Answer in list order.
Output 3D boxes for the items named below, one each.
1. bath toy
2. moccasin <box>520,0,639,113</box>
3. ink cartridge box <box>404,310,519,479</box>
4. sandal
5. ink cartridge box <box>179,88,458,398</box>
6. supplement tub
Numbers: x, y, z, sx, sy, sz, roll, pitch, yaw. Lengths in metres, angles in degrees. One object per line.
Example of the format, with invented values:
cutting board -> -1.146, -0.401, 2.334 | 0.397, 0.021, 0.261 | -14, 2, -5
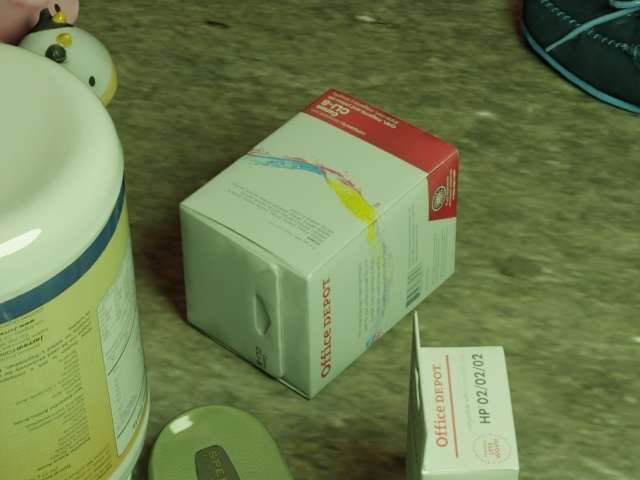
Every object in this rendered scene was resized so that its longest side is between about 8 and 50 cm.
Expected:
bath toy -> -0.267, -0.181, 1.496 | 0.151, 0.129, 0.348 | -13, 44, -13
moccasin -> 0.324, -0.167, 1.482 | 0.342, 0.117, 0.138 | 29, 50, 28
ink cartridge box -> 0.087, 0.139, 1.106 | 0.061, 0.181, 0.104 | -1, 43, -1
sandal -> -0.039, 0.205, 1.106 | 0.120, 0.086, 0.303 | -18, 46, -18
ink cartridge box -> 0.000, 0.000, 1.297 | 0.127, 0.128, 0.176 | 29, 50, 28
supplement tub -> -0.226, 0.058, 1.097 | 0.228, 0.316, 0.228 | 0, 43, 0
